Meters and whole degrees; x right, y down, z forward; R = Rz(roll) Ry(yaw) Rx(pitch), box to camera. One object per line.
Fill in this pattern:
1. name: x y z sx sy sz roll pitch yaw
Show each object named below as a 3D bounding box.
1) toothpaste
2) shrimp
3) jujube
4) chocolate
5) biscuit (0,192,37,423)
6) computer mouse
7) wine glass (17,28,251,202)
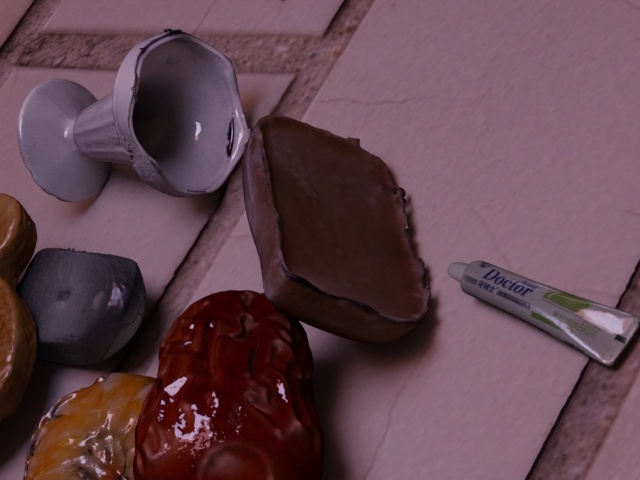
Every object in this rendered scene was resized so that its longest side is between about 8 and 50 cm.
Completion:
1. toothpaste: 0.174 0.051 1.576 0.197 0.029 0.048 24 71 46
2. shrimp: -0.189 0.237 1.673 0.164 0.062 0.317 -17 41 22
3. jujube: -0.071 0.144 1.600 0.155 0.155 0.230 -23 33 21
4. chocolate: 0.000 0.001 1.691 0.083 0.161 0.261 -54 26 29
5. biscuit: -0.388 0.073 1.904 0.344 0.057 0.287 29 76 40
6. computer mouse: -0.227 0.065 1.864 0.229 0.068 0.113 3 70 55
7. wine glass: -0.189 -0.114 1.939 0.196 0.165 0.165 -8 49 44
